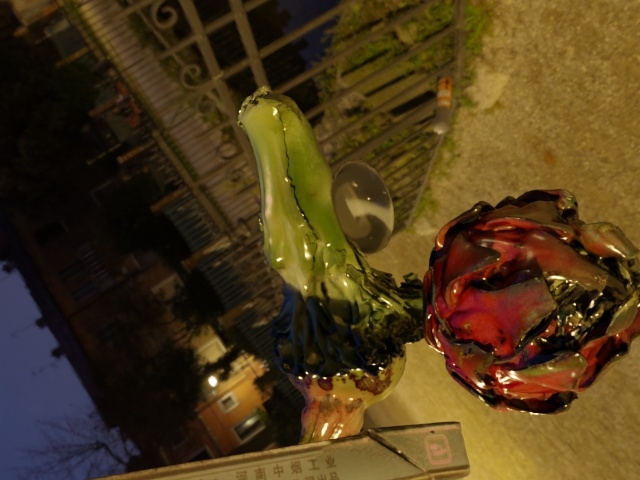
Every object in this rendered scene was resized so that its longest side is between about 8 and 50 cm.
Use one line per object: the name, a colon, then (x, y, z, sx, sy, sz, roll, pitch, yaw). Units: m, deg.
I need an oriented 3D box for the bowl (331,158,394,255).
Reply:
bowl: (0.054, -0.058, 1.296, 0.086, 0.189, 0.189, -12, 117, 42)

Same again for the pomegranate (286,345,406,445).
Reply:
pomegranate: (0.046, 0.211, 1.060, 0.222, 0.203, 0.277, 62, -171, -54)

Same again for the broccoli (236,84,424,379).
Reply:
broccoli: (-0.001, -0.003, 0.644, 0.164, 0.145, 0.304, -5, 120, 35)

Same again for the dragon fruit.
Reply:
dragon fruit: (0.165, 0.046, 0.525, 0.182, 0.182, 0.189, 52, 131, 23)

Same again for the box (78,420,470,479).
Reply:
box: (-0.068, 0.195, 0.494, 0.180, 0.324, 0.047, -47, 50, 51)
